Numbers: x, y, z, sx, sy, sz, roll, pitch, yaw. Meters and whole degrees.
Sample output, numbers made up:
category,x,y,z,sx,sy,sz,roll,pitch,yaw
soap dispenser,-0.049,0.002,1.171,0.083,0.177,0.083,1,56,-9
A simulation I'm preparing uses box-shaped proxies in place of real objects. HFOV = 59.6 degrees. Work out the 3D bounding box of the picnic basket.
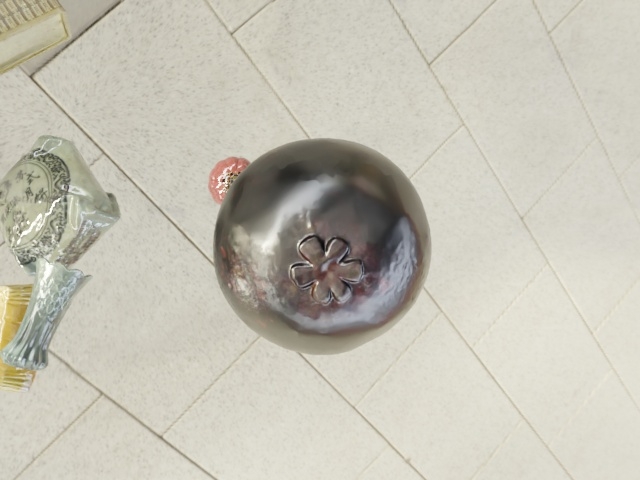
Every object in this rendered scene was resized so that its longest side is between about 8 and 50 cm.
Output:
category,x,y,z,sx,sy,sz,roll,pitch,yaw
picnic basket,-0.705,-0.453,1.147,0.312,0.228,0.175,-36,105,-15

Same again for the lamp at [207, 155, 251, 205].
category,x,y,z,sx,sy,sz,roll,pitch,yaw
lamp,-0.166,-0.111,1.094,0.107,0.092,0.108,-2,99,-11

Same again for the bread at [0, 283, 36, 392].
category,x,y,z,sx,sy,sz,roll,pitch,yaw
bread,-0.819,0.254,1.480,0.119,0.152,0.288,17,72,-56

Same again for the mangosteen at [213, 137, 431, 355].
category,x,y,z,sx,sy,sz,roll,pitch,yaw
mangosteen,0.007,-0.006,0.771,0.296,0.313,0.297,8,127,10

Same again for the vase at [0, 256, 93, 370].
category,x,y,z,sx,sy,sz,roll,pitch,yaw
vase,-0.387,0.105,0.782,0.081,0.081,0.149,26,72,-27

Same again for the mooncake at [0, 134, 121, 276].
category,x,y,z,sx,sy,sz,roll,pitch,yaw
mooncake,-0.570,-0.064,1.173,0.254,0.250,0.136,-48,154,13
